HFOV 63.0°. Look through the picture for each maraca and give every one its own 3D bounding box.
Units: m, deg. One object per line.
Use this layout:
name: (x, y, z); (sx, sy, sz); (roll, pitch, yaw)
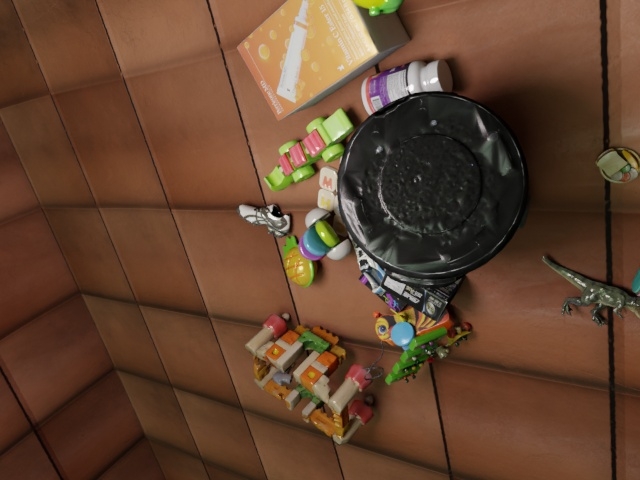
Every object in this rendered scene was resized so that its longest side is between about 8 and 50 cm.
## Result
maraca: (-0.073, 0.068, 1.696); (0.185, 0.099, 0.127); (55, 134, 33)

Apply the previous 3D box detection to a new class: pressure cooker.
pressure cooker: (0.246, -0.105, 1.146); (0.375, 0.420, 0.370); (-37, 85, 10)

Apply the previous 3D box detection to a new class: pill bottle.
pill bottle: (0.203, -0.356, 1.223); (0.193, 0.108, 0.108); (-6, 112, 38)

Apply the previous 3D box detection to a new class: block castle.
block castle: (-0.029, 0.462, 1.823); (0.453, 0.213, 0.303); (26, 141, 31)

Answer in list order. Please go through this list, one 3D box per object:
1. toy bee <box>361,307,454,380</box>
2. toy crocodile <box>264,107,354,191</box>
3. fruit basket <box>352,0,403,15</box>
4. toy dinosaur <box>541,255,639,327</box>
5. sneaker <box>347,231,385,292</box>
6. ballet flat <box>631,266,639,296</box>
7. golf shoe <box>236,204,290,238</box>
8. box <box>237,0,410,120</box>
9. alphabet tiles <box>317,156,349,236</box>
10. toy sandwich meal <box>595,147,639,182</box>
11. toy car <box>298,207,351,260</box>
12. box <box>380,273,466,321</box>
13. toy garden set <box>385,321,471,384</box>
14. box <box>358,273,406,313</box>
toy bee: (0.224, 0.250, 1.520); (0.195, 0.298, 0.162); (73, 172, -51)
toy crocodile: (-0.037, -0.247, 1.457); (0.340, 0.105, 0.115); (-30, 85, 43)
fruit basket: (0.097, -0.634, 0.957); (0.392, 0.392, 0.283); (51, 134, 1)
toy dinosaur: (0.638, 0.138, 1.229); (0.268, 0.064, 0.118); (29, 129, 28)
sneaker: (0.135, 0.039, 1.491); (0.085, 0.086, 0.237); (-31, 86, 46)
ballet flat: (0.725, 0.031, 1.097); (0.079, 0.077, 0.221); (5, 125, 14)
golf shoe: (-0.180, -0.088, 1.703); (0.198, 0.077, 0.094); (26, 118, 14)
box: (0.001, -0.475, 1.261); (0.345, 0.168, 0.215); (-22, 101, 43)
alphabet tiles: (0.117, -0.110, 1.495); (0.284, 0.021, 0.278); (24, 128, 24)
toy sandwich meal: (0.619, -0.155, 1.085); (0.085, 0.029, 0.085); (18, 125, 28)
toy car: (0.000, 0.000, 1.511); (0.136, 0.182, 0.159); (-36, 86, 3)
box: (0.278, 0.111, 1.418); (0.180, 0.147, 0.077); (31, 131, 17)
toy garden set: (0.316, 0.332, 1.499); (0.049, 0.204, 0.244); (58, 149, 31)
box: (0.204, 0.130, 1.567); (0.162, 0.029, 0.116); (42, 133, 10)
